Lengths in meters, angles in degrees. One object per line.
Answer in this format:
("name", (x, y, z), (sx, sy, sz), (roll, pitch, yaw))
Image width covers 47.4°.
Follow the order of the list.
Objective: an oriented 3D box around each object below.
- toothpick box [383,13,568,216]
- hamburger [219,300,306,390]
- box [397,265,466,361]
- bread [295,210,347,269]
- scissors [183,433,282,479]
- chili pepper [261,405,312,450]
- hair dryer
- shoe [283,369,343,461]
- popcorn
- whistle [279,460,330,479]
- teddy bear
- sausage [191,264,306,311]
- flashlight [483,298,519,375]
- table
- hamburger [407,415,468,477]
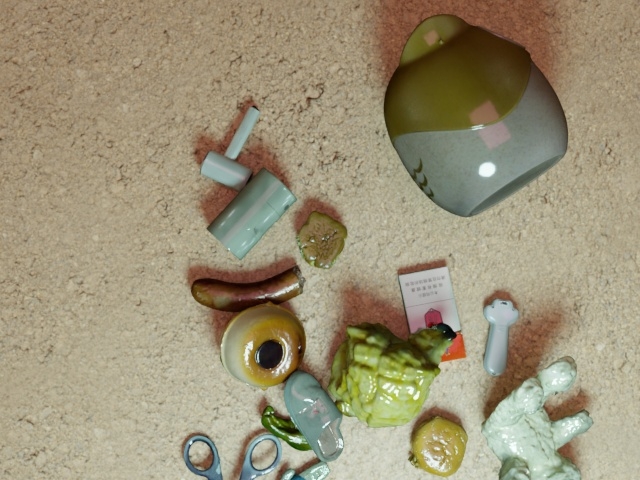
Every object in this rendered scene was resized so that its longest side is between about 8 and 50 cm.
("toothpick box", (0.368, -0.311, 1.795), (0.408, 0.409, 0.426), (-31, 80, -4))
("hamburger", (-0.142, 0.267, 1.847), (0.236, 0.147, 0.237), (-4, 101, -22))
("box", (0.293, 0.199, 1.922), (0.138, 0.035, 0.246), (-9, 83, -2))
("bread", (0.000, 0.000, 1.923), (0.127, 0.069, 0.140), (26, 83, 3))
("scissors", (-0.229, 0.673, 1.804), (0.255, 0.029, 0.384), (0, 67, 5))
("chili pepper", (-0.062, 0.496, 1.866), (0.203, 0.072, 0.073), (27, 102, -4))
("hair dryer", (-0.214, -0.256, 1.959), (0.131, 0.073, 0.237), (25, 75, 0))
("shoe", (-0.001, 0.439, 1.811), (0.103, 0.100, 0.251), (-33, 103, -37))
("popcorn", (0.155, 0.322, 1.808), (0.292, 0.293, 0.237), (14, 122, 1))
("whistle", (-0.077, 0.643, 1.848), (0.235, 0.077, 0.114), (-34, 97, -7))
("teddy bear", (0.570, 0.530, 1.757), (0.327, 0.375, 0.362), (-22, 64, -33))
("sausage", (-0.185, 0.133, 1.902), (0.302, 0.076, 0.103), (-8, 76, -3))
("flashlight", (0.466, 0.254, 1.913), (0.093, 0.047, 0.201), (7, 86, 1))
("table", (-0.179, -0.070, 1.899), (0.126, 0.126, 0.220), (43, 85, 4))
("hamburger", (0.300, 0.524, 1.862), (0.138, 0.083, 0.147), (21, 81, 6))
